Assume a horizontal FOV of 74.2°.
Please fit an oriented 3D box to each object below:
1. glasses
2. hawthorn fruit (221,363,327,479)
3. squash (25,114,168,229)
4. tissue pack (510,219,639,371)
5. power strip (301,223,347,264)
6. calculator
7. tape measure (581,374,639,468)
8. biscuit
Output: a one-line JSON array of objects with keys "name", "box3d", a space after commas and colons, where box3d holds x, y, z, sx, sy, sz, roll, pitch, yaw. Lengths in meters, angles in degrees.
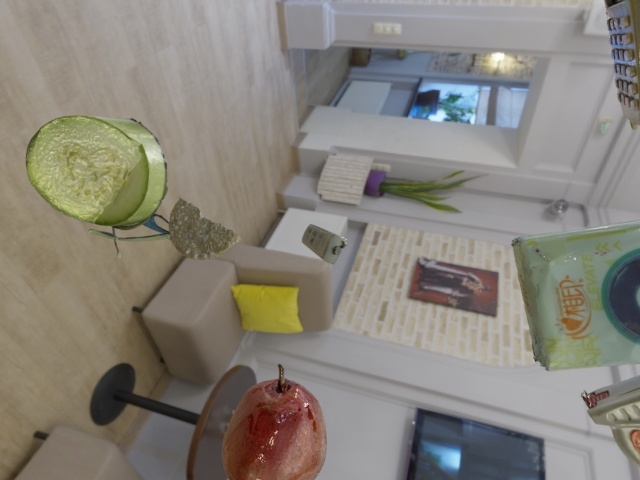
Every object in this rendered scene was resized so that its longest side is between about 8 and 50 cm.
[{"name": "glasses", "box3d": [-0.554, -0.040, 1.239, 0.207, 0.239, 0.102, -47, 156, -64]}, {"name": "hawthorn fruit", "box3d": [-0.080, 0.333, 0.768, 0.196, 0.196, 0.225, -7, 105, -74]}, {"name": "squash", "box3d": [-0.400, -0.125, 0.788, 0.133, 0.220, 0.220, -40, 138, -78]}, {"name": "tissue pack", "box3d": [0.633, 0.101, 0.875, 0.162, 0.388, 0.287, 18, 63, -74]}, {"name": "power strip", "box3d": [0.002, 0.001, 1.250, 0.080, 0.048, 0.286, -61, -161, 2]}, {"name": "calculator", "box3d": [0.379, -0.253, 0.517, 0.157, 0.033, 0.236, -47, 124, -57]}, {"name": "tape measure", "box3d": [0.799, 0.413, 0.969, 0.258, 0.265, 0.130, -39, 170, 28]}, {"name": "biscuit", "box3d": [-0.345, -0.016, 1.174, 0.133, 0.250, 0.032, -55, 156, -9]}]
